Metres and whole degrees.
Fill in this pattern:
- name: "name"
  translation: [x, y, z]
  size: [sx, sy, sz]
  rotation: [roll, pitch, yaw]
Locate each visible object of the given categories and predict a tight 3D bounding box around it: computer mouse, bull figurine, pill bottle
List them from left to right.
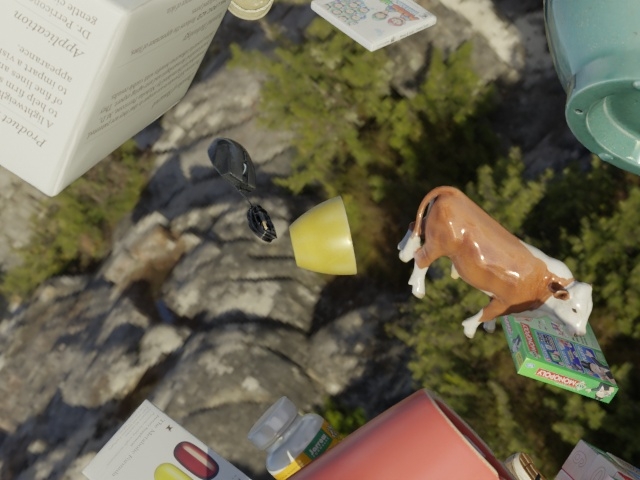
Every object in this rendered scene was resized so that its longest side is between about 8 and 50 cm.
- name: "computer mouse"
  translation: [-0.103, -0.078, 1.490]
  size: [0.041, 0.071, 0.242]
  rotation: [-44, 43, 12]
- name: "pill bottle"
  translation: [-0.009, 0.340, 1.621]
  size: [0.117, 0.208, 0.117]
  rotation: [-46, 3, 3]
- name: "bull figurine"
  translation: [0.259, 0.051, 1.598]
  size: [0.188, 0.310, 0.101]
  rotation: [-48, 0, 32]

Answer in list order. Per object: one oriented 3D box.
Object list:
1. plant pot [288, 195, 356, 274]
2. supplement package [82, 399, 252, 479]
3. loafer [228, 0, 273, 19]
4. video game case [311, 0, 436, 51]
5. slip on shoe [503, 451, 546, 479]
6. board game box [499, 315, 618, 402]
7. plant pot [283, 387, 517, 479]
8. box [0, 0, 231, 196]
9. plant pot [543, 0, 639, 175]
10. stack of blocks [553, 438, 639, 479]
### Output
- name: "plant pot"
  translation: [0.000, 0.000, 1.766]
  size: [0.095, 0.134, 0.134]
  rotation: [-12, 32, -3]
- name: "supplement package"
  translation: [-0.180, 0.347, 1.433]
  size: [0.244, 0.134, 0.139]
  rotation: [25, 67, 42]
- name: "loafer"
  translation: [-0.102, -0.452, 1.523]
  size: [0.092, 0.102, 0.268]
  rotation: [-100, 12, -73]
- name: "video game case"
  translation: [0.088, -0.377, 1.752]
  size: [0.143, 0.019, 0.157]
  rotation: [-28, 53, -28]
- name: "slip on shoe"
  translation: [0.362, 0.425, 1.811]
  size: [0.041, 0.135, 0.051]
  rotation: [-34, 3, 38]
- name: "board game box"
  translation: [0.495, 0.206, 2.269]
  size: [0.317, 0.214, 0.046]
  rotation: [-92, 23, -61]
- name: "plant pot"
  translation: [0.116, 0.344, 1.385]
  size: [0.243, 0.275, 0.275]
  rotation: [-43, 28, 4]
- name: "box"
  translation: [-0.164, -0.145, 0.598]
  size: [0.119, 0.181, 0.182]
  rotation: [-58, -1, 30]
- name: "plant pot"
  translation: [0.314, -0.167, 0.885]
  size: [0.293, 0.293, 0.196]
  rotation: [-6, 58, 55]
- name: "stack of blocks"
  translation: [0.357, 0.327, 1.134]
  size: [0.087, 0.171, 0.297]
  rotation: [-58, 20, 6]
